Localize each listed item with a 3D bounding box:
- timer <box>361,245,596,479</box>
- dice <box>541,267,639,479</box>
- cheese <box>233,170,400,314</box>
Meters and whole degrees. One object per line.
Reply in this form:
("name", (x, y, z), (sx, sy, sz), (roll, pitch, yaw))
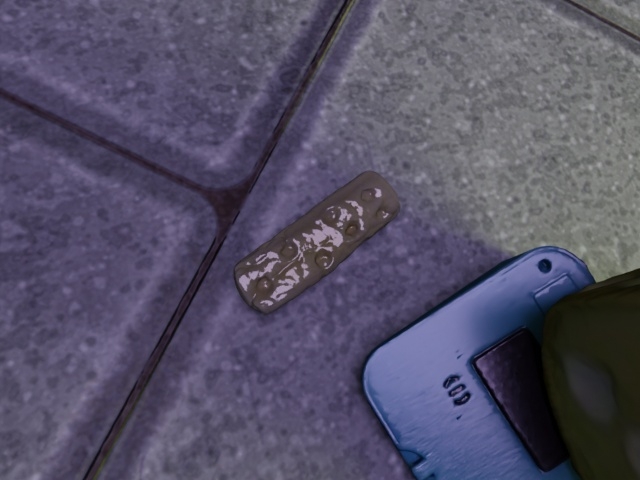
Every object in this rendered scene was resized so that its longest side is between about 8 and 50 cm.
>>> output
("timer", (0.189, 0.156, 0.488), (0.250, 0.091, 0.231), (-30, 83, -7))
("dice", (0.321, 0.118, 0.334), (0.227, 0.238, 0.233), (-19, 82, -4))
("cheese", (0.000, 0.000, 0.494), (0.194, 0.043, 0.065), (-36, 83, -20))
